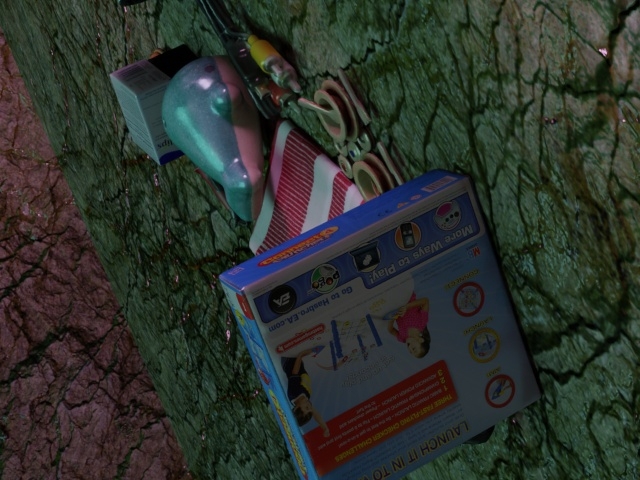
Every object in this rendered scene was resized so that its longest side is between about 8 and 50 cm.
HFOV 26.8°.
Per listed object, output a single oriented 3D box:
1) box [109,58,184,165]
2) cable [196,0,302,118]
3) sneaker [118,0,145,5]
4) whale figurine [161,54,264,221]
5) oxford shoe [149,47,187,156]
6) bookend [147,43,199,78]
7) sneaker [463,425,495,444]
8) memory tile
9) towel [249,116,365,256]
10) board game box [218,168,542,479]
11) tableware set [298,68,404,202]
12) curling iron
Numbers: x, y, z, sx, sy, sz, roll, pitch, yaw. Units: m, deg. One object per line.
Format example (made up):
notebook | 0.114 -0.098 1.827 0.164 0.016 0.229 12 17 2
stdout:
box | -0.279 -0.215 2.241 0.126 0.072 0.137 40 151 53
cable | -0.107 -0.290 1.956 0.287 0.072 0.139 60 176 32
sneaker | -0.304 -0.470 2.140 0.122 0.110 0.283 66 162 3
whale figurine | -0.161 -0.155 2.053 0.216 0.141 0.272 96 160 -57
oxford shoe | -0.257 -0.244 2.376 0.212 0.076 0.076 61 164 11
bookend | -0.214 -0.224 2.287 0.156 0.072 0.157 46 156 44
sneaker | 0.175 0.206 1.805 0.234 0.106 0.078 -106 35 -65
memory tile | 0.043 -0.134 1.804 0.113 0.012 0.148 39 149 51
towel | 0.000 0.000 1.949 0.329 0.037 0.237 47 134 41
board game box | 0.077 0.116 1.586 0.086 0.308 0.302 23 136 65
tableware set | 0.040 -0.117 1.751 0.194 0.039 0.128 62 162 4
curling iron | -0.212 -0.121 2.483 0.274 0.035 0.068 54 159 26
